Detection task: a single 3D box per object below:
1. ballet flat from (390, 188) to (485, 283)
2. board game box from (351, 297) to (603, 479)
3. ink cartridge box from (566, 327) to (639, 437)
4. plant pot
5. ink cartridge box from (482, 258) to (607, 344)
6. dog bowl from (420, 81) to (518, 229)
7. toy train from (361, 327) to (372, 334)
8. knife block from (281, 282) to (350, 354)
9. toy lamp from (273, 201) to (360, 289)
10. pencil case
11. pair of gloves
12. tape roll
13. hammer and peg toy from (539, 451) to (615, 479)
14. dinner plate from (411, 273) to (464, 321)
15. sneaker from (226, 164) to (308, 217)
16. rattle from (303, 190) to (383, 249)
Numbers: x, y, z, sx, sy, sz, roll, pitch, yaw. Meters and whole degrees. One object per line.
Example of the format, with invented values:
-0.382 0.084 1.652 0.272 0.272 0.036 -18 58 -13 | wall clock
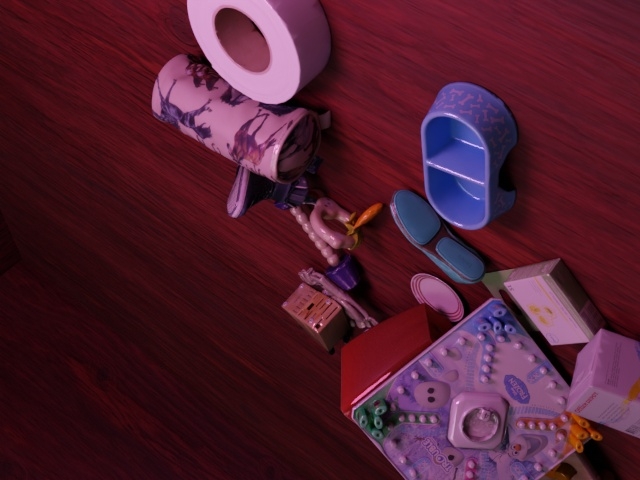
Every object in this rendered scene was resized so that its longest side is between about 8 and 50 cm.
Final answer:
0.227 0.001 1.722 0.247 0.083 0.087 44 166 5 | ballet flat
0.329 0.380 1.755 0.390 0.390 0.050 50 -177 -13 | board game box
0.557 0.263 1.537 0.176 0.127 0.128 19 148 5 | ink cartridge box
0.222 0.302 1.877 0.267 0.267 0.236 38 110 -14 | plant pot
0.419 0.128 1.665 0.171 0.056 0.235 51 149 -13 | ink cartridge box
0.257 -0.137 1.503 0.166 0.074 0.297 26 147 30 | dog bowl
0.204 0.355 2.165 0.190 0.142 0.334 9 137 33 | toy train
0.024 0.229 2.192 0.242 0.088 0.275 47 169 -26 | knife block
0.000 0.000 2.015 0.275 0.080 0.080 54 150 -15 | toy lamp
-0.179 -0.265 1.796 0.410 0.183 0.160 29 140 30 | pencil case
0.041 0.143 2.140 0.204 0.042 0.240 45 169 -11 | pair of gloves
-0.119 -0.403 1.614 0.286 0.100 0.286 31 149 21 | tape roll
0.484 0.509 2.001 0.361 0.127 0.266 -8 123 56 | hammer and peg toy
0.264 0.125 1.898 0.141 0.017 0.141 31 148 22 | dinner plate
-0.108 -0.103 1.825 0.163 0.226 0.086 25 126 -12 | sneaker
0.031 -0.085 1.873 0.200 0.130 0.143 59 150 32 | rattle
